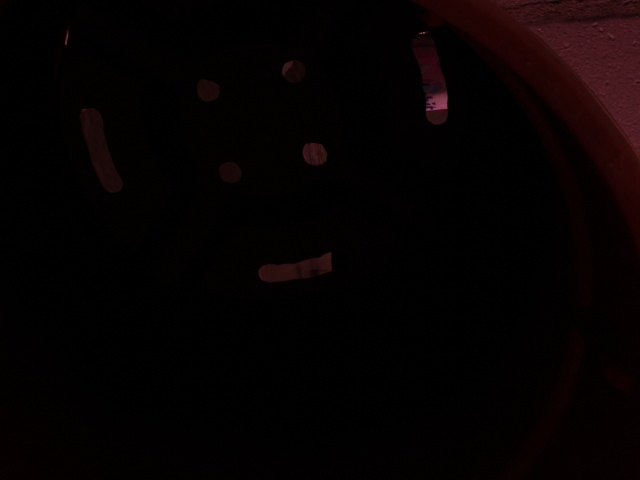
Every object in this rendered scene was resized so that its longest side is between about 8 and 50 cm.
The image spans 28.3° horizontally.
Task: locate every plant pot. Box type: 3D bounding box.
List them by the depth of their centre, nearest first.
[{"bbox_3d":[-0.029,-0.005,0.465,0.265,0.272,0.273,-84,167,-66],"label":"plant pot"}]

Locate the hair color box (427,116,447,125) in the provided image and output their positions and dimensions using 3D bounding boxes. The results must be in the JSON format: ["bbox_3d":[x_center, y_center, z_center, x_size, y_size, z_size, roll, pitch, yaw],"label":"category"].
[{"bbox_3d":[0.155,0.072,1.209,0.113,0.185,0.375,66,24,-74],"label":"hair color box"}]

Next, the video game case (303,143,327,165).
[{"bbox_3d":[0.001,-0.095,1.115,0.122,0.011,0.087,-56,141,-56],"label":"video game case"}]

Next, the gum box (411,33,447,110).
[{"bbox_3d":[0.122,-0.215,1.528,0.188,0.107,0.062,46,42,-71],"label":"gum box"}]

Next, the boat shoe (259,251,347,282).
[{"bbox_3d":[0.000,0.000,0.945,0.267,0.088,0.096,26,61,-76],"label":"boat shoe"}]

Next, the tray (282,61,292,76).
[{"bbox_3d":[-0.042,-0.245,0.963,0.145,0.030,0.270,63,26,-64],"label":"tray"}]
